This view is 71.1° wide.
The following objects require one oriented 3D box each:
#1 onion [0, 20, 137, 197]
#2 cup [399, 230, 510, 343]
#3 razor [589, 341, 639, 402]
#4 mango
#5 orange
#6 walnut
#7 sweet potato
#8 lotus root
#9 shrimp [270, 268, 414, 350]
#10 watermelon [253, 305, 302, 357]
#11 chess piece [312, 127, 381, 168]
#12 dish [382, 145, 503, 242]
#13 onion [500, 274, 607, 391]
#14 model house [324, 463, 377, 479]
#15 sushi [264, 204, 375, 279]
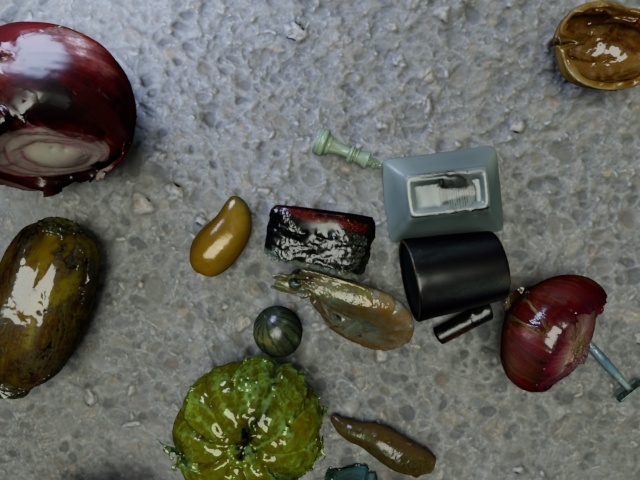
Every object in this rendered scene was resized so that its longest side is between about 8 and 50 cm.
[{"bbox_3d":[-0.525,-0.260,0.869,0.340,0.341,0.342,0,94,5],"label":"onion"},{"bbox_3d":[0.265,0.086,0.919,0.176,0.240,0.166,-11,51,0],"label":"cup"},{"bbox_3d":[0.604,0.264,0.937,0.068,0.040,0.135,-42,85,5],"label":"razor"},{"bbox_3d":[-0.208,-0.006,0.962,0.102,0.085,0.184,33,85,6],"label":"mango"},{"bbox_3d":[-0.142,0.372,0.913,0.300,0.223,0.301,42,93,-10],"label":"orange"},{"bbox_3d":[0.546,-0.363,0.873,0.211,0.087,0.167,11,88,2],"label":"walnut"},{"bbox_3d":[0.133,0.442,0.965,0.243,0.077,0.077,24,95,2],"label":"sweet potato"},{"bbox_3d":[-0.598,0.145,0.952,0.195,0.179,0.398,21,94,5],"label":"lotus root"},{"bbox_3d":[0.042,0.145,0.933,0.317,0.077,0.168,22,127,0],"label":"shrimp"},{"bbox_3d":[-0.086,0.202,0.960,0.105,0.105,0.133,-17,129,6],"label":"watermelon"},{"bbox_3d":[0.060,-0.185,0.945,0.149,0.059,0.059,21,95,-4],"label":"chess piece"},{"bbox_3d":[0.255,-0.094,0.919,0.243,0.080,0.182,-7,93,4],"label":"dish"},{"bbox_3d":[0.441,0.174,0.864,0.247,0.161,0.248,-11,119,-20],"label":"onion"},{"bbox_3d":[0.072,0.577,0.942,0.119,0.148,0.149,-14,90,6],"label":"model house"},{"bbox_3d":[0.000,0.000,0.920,0.224,0.136,0.127,8,98,-3],"label":"sushi"}]
